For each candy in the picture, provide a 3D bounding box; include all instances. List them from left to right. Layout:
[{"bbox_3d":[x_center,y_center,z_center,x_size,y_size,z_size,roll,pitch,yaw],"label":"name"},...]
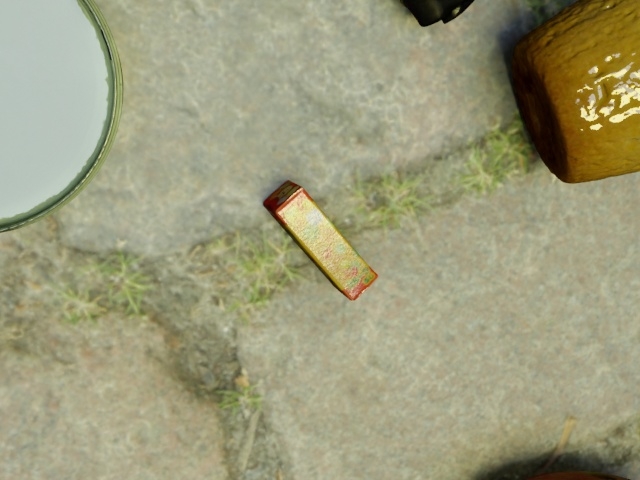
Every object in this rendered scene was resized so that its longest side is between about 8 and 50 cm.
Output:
[{"bbox_3d":[0.000,0.000,0.758,0.038,0.062,0.122,-42,108,-4],"label":"candy"}]

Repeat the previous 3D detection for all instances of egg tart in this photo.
[{"bbox_3d":[0.274,-0.150,0.744,0.147,0.202,0.203,-20,107,5],"label":"egg tart"}]

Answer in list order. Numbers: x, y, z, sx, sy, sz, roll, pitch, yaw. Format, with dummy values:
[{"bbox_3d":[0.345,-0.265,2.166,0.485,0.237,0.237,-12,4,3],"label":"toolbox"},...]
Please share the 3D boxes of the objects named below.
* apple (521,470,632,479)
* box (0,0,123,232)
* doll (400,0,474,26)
[{"bbox_3d":[0.281,0.417,0.808,0.348,0.277,0.348,-3,102,-14],"label":"apple"},{"bbox_3d":[-0.272,-0.125,0.616,0.226,0.149,0.226,-3,102,-13],"label":"box"},{"bbox_3d":[0.148,-0.280,0.731,0.248,0.088,0.127,-25,86,-17],"label":"doll"}]
